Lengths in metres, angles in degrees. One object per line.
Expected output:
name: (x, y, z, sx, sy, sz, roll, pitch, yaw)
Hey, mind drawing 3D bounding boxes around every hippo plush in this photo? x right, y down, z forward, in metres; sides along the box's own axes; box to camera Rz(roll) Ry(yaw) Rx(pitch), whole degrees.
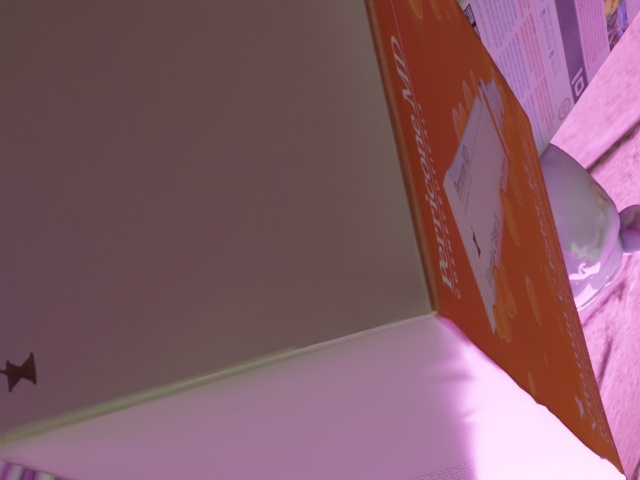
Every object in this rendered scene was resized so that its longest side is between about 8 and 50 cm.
hippo plush: (0.152, 0.064, 1.044, 0.236, 0.234, 0.294, -58, 154, -4)

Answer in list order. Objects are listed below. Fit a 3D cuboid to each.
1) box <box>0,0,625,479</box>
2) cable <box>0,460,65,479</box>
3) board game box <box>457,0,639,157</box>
box: (0.000, 0.000, 0.659, 0.345, 0.168, 0.215, 39, 36, -63)
cable: (-0.176, 0.109, 0.659, 0.257, 0.089, 0.257, -13, 128, -59)
board game box: (0.130, -0.189, 0.903, 0.303, 0.097, 0.224, -53, 155, -12)
